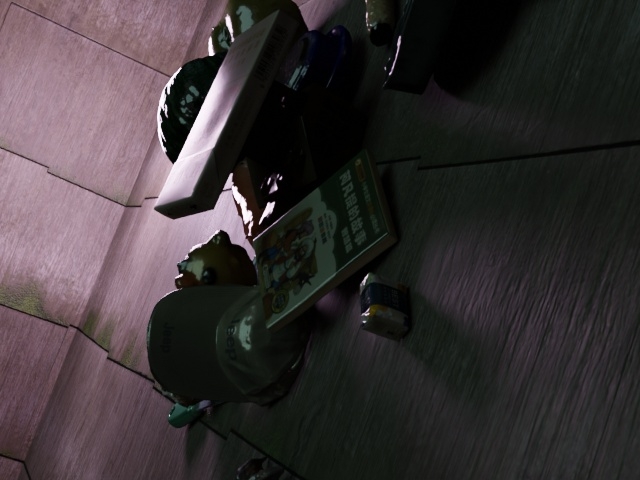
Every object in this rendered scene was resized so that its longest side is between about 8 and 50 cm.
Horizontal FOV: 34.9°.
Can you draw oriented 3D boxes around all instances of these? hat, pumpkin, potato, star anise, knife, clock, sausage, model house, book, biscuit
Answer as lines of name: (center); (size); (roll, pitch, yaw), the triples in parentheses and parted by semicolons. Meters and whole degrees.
hat: (-0.152, 0.164, 1.673); (0.149, 0.245, 0.214); (146, 122, -63)
pumpkin: (-0.264, -0.270, 2.288); (0.263, 0.197, 0.293); (51, 145, 27)
potato: (-0.155, -0.445, 2.379); (0.218, 0.203, 0.351); (58, 143, 13)
star anise: (-0.187, 0.401, 1.549); (0.148, 0.228, 0.218); (-111, 36, -53)
knife: (-0.226, 0.316, 1.998); (0.260, 0.035, 0.063); (-31, 27, 48)
clock: (0.167, -0.376, 1.530); (0.325, 0.067, 0.325); (-163, 90, -89)
sausage: (-0.126, -0.072, 2.060); (0.419, 0.094, 0.094); (-114, 8, -64)
model house: (-0.066, -0.136, 1.801); (0.211, 0.204, 0.243); (-24, 43, 56)
book: (0.000, 0.000, 1.616); (0.264, 0.027, 0.202); (-38, 40, 25)
biscuit: (0.111, -0.444, 1.903); (0.219, 0.055, 0.061); (-90, -8, -46)

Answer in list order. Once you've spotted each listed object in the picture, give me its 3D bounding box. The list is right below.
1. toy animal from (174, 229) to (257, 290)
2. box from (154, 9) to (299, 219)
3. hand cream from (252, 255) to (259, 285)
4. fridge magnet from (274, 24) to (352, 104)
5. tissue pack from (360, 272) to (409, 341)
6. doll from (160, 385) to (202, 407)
toy animal: (-0.189, 0.117, 1.843); (0.195, 0.169, 0.281); (19, 120, 33)
box: (-0.165, -0.212, 1.759); (0.205, 0.051, 0.365); (-8, 57, 62)
hand cream: (-0.104, 0.073, 1.906); (0.256, 0.055, 0.088); (-158, 84, -72)
fridge magnet: (-0.023, -0.309, 2.018); (0.265, 0.113, 0.265); (-52, 22, 31)
tissue pack: (0.087, 0.090, 1.388); (0.083, 0.062, 0.042); (-89, 24, -47)
doll: (-0.239, 0.227, 1.994); (0.105, 0.115, 0.221); (83, -164, -46)
